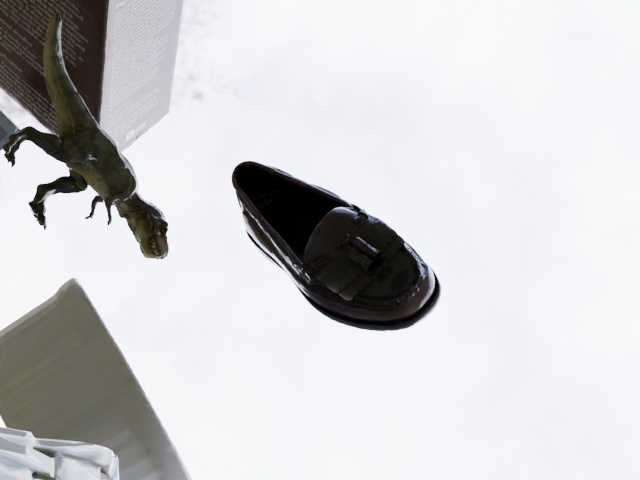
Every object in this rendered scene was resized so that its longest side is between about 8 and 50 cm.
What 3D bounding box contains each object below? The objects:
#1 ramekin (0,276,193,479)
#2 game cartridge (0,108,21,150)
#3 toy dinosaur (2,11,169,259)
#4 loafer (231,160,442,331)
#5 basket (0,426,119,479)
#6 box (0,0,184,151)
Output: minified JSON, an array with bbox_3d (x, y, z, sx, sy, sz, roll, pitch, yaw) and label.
[{"bbox_3d":[-0.251,0.190,1.440,0.135,0.277,0.277,-29,-116,-11],"label":"ramekin"},{"bbox_3d":[-0.410,-0.125,1.643,0.083,0.056,0.017,-40,-156,3],"label":"game cartridge"},{"bbox_3d":[-0.255,-0.084,1.386,0.268,0.118,0.064,63,-15,-13],"label":"toy dinosaur"},{"bbox_3d":[0.000,0.000,1.398,0.109,0.095,0.302,-44,-141,-13],"label":"loafer"},{"bbox_3d":[-0.226,0.227,0.660,0.201,0.255,0.289,-110,-144,-65],"label":"basket"},{"bbox_3d":[-0.266,-0.272,1.526,0.191,0.143,0.381,41,-28,12],"label":"box"}]
